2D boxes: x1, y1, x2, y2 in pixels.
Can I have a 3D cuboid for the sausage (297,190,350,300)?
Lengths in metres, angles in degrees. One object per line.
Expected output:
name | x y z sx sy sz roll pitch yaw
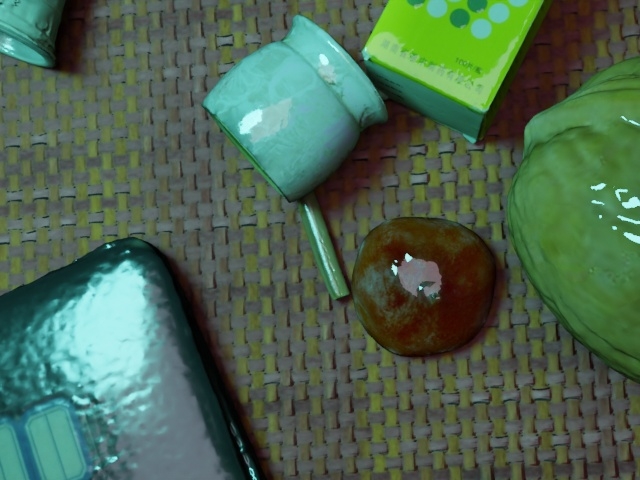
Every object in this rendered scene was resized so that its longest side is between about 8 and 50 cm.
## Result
sausage | 0.000 0.000 0.955 0.024 0.024 0.132 -20 82 4

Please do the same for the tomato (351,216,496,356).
tomato | 0.104 0.047 0.917 0.155 0.069 0.155 -1 86 7

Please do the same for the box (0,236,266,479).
box | -0.261 0.213 0.931 0.350 0.091 0.359 -24 82 2

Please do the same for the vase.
vase | -0.295 -0.352 0.967 0.143 0.143 0.299 21 85 8

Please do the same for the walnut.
walnut | 0.326 -0.018 0.795 0.333 0.333 0.333 -1 85 6

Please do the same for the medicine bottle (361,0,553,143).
medicine bottle | 0.156 -0.245 0.904 0.137 0.141 0.250 27 88 11

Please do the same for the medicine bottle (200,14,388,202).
medicine bottle | -0.024 -0.133 0.909 0.143 0.147 0.147 -41 82 -2
